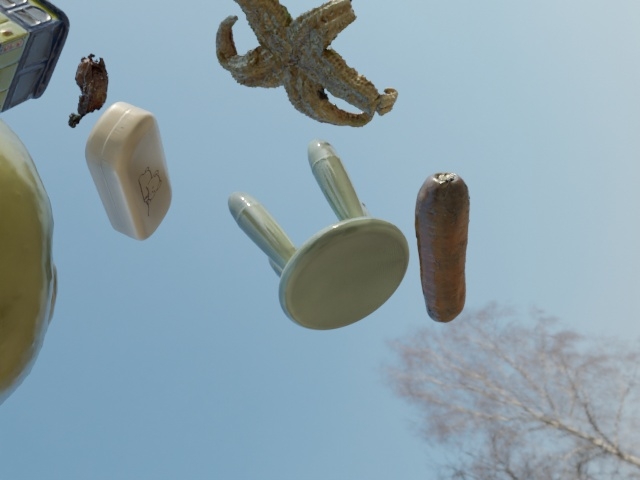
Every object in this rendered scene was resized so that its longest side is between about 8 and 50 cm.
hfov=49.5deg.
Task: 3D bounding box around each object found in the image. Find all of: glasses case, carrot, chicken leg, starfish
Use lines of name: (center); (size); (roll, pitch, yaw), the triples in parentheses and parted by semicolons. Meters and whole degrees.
glasses case: (-0.208, -0.071, 0.771); (0.083, 0.050, 0.196); (-61, -8, -25)
carrot: (0.135, 0.011, 0.775); (0.060, 0.060, 0.186); (-32, -51, -43)
chicken leg: (-0.247, -0.159, 0.744); (0.021, 0.036, 0.083); (145, 134, -83)
starfish: (-0.026, -0.176, 0.653); (0.209, 0.150, 0.053); (45, -144, -22)

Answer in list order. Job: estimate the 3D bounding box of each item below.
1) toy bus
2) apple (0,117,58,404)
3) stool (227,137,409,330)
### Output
toy bus: (-0.467, -0.273, 0.805); (0.138, 0.288, 0.175); (-51, 5, 33)
apple: (-0.219, 0.009, 0.331); (0.200, 0.200, 0.199); (-20, -64, -48)
stool: (0.000, 0.000, 1.004); (0.195, 0.198, 0.195); (-34, -44, -1)
